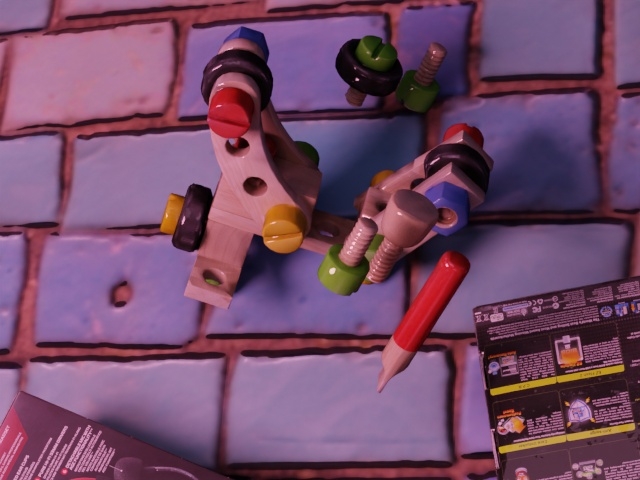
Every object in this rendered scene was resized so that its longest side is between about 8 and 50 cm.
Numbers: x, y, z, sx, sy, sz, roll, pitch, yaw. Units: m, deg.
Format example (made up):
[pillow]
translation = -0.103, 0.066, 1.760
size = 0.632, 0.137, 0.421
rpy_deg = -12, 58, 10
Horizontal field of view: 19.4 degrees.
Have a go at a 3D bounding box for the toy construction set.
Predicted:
[toy construction set]
translation = 0.000, 0.000, 1.546
size = 0.237, 0.257, 0.309
rpy_deg = -62, 35, 34

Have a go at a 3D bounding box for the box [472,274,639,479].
[box]
translation = 0.227, 0.125, 1.499
size = 0.191, 0.045, 0.184
rpy_deg = -12, 67, 10

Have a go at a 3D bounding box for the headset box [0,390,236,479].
[headset box]
translation = -0.181, 0.268, 1.514
size = 0.293, 0.110, 0.218
rpy_deg = 19, 73, 22
